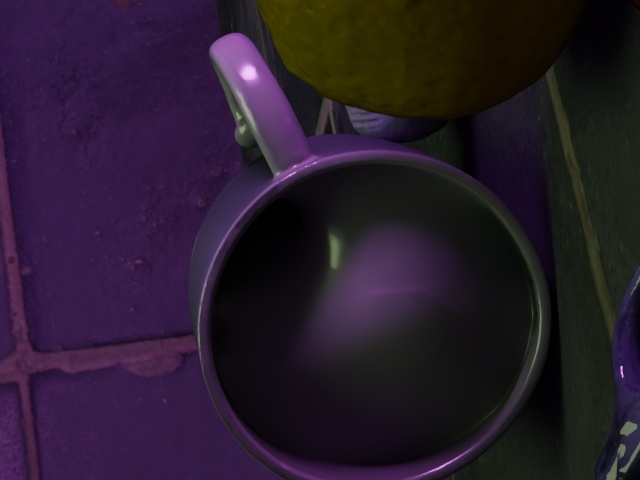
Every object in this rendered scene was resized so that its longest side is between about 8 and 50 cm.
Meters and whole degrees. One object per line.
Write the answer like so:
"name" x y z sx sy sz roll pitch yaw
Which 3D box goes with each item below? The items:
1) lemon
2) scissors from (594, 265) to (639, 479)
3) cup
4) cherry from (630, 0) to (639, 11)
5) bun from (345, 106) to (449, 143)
"lemon" 0.063 -0.199 1.126 0.233 0.233 0.288 -108 12 -49
"scissors" 0.143 0.198 0.996 0.383 0.029 0.256 -56 31 27
"cup" 0.000 0.000 1.424 0.356 0.259 0.274 63 176 -10
"cherry" 0.144 -0.209 0.663 0.230 0.203 0.300 26 143 30
"bun" 0.073 -0.150 1.528 0.141 0.083 0.140 22 114 61
